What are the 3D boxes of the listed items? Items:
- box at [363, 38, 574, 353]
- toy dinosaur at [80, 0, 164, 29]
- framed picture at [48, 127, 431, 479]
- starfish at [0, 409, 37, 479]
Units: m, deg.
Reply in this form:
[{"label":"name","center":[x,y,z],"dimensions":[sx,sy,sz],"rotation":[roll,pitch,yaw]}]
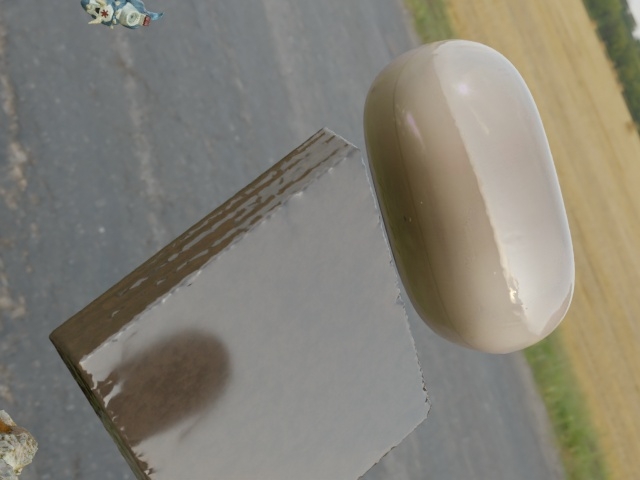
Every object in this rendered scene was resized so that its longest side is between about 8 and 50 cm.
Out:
[{"label":"box","center":[0.092,-0.026,0.744],"dimensions":[0.146,0.088,0.200],"rotation":[-172,-115,-71]},{"label":"toy dinosaur","center":[-0.195,-0.225,1.154],"dimensions":[0.083,0.030,0.047],"rotation":[-5,35,-47]},{"label":"framed picture","center":[-0.020,0.055,0.467],"dimensions":[0.023,0.128,0.168],"rotation":[35,-25,39]},{"label":"starfish","center":[-0.237,0.126,0.674],"dimensions":[0.247,0.138,0.050],"rotation":[163,-64,-80]}]
